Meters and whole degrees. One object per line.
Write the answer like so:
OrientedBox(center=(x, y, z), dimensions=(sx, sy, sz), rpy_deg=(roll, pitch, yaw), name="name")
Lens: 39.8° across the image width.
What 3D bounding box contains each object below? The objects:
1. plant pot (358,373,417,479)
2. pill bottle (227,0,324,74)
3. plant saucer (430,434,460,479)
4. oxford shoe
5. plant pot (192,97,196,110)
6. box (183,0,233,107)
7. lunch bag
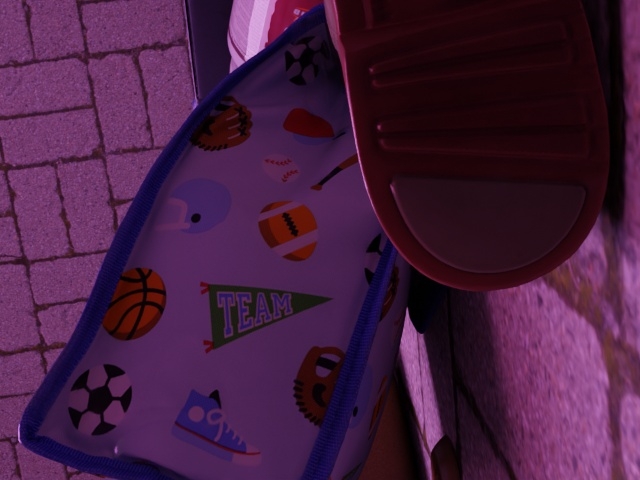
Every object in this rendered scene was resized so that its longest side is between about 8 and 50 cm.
OrientedBox(center=(0.018, 0.262, 1.051), dimensions=(0.237, 0.237, 0.254), rpy_deg=(90, -172, -66), name="plant pot")
OrientedBox(center=(-0.017, -0.205, 0.781), dimensions=(0.221, 0.121, 0.121), rpy_deg=(111, 155, -52), name="pill bottle")
OrientedBox(center=(0.112, 0.219, 0.797), dimensions=(0.083, 0.015, 0.083), rpy_deg=(173, 90, -86), name="plant saucer")
OrientedBox(center=(0.038, -0.160, 0.367), dimensions=(0.130, 0.123, 0.348), rpy_deg=(-86, -9, -78), name="oxford shoe")
OrientedBox(center=(-0.084, -0.168, 1.578), dimensions=(0.212, 0.236, 0.236), rpy_deg=(-87, -9, -72), name="plant pot")
OrientedBox(center=(-0.089, -0.199, 1.020), dimensions=(0.207, 0.108, 0.153), rpy_deg=(136, 127, -86), name="box")
OrientedBox(center=(-0.021, 0.041, 0.735), dimensions=(0.328, 0.239, 0.385), rpy_deg=(87, -158, -70), name="lunch bag")
